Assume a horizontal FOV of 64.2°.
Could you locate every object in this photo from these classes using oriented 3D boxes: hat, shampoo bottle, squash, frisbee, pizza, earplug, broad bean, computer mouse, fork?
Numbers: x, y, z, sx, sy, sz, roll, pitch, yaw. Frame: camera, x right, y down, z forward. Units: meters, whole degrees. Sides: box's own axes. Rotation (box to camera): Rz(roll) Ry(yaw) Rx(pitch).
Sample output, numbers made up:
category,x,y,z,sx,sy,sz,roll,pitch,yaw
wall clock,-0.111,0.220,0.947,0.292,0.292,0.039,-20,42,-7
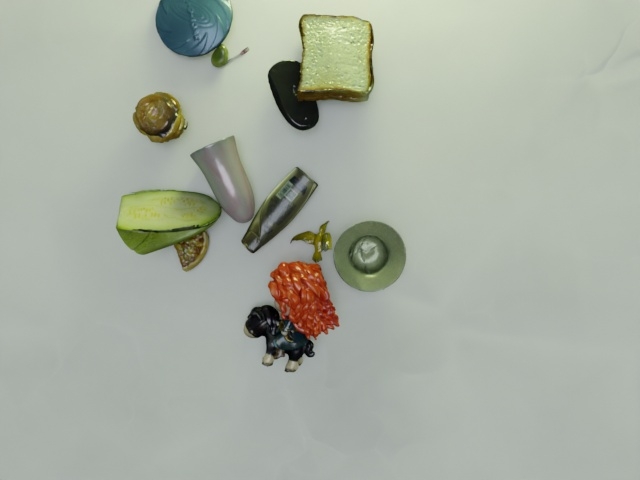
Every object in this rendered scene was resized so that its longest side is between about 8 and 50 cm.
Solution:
category,x,y,z,sx,sy,sz,roll,pitch,yaw
hat,0.174,0.051,1.853,0.256,0.130,0.258,0,94,1
shampoo bottle,-0.159,-0.105,1.873,0.125,0.084,0.350,40,95,1
squash,-0.523,-0.092,1.813,0.308,0.234,0.210,-23,131,8
frisbee,-0.457,-0.803,1.823,0.289,0.049,0.290,0,87,6
pizza,-0.494,0.032,1.911,0.134,0.046,0.175,21,95,0
earplug,-0.326,-0.204,1.843,0.172,0.172,0.302,-24,101,3
broad bean,-0.364,-0.669,1.854,0.063,0.045,0.083,29,100,10
computer mouse,-0.094,-0.513,1.836,0.137,0.086,0.270,-21,86,-13
fork,-0.309,-0.673,1.870,0.115,0.012,0.016,-31,89,8

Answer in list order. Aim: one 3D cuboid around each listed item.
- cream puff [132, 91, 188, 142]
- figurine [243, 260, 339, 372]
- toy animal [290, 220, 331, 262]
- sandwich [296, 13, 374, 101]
category,x,y,z,sx,sy,sz,roll,pitch,yaw
cream puff,-0.569,-0.437,1.835,0.188,0.129,0.189,0,88,8
figurine,-0.109,0.277,1.853,0.306,0.241,0.412,46,114,20
toy animal,0.000,0.000,1.884,0.219,0.155,0.095,2,127,41
sandwich,0.054,-0.636,1.788,0.270,0.099,0.302,3,79,-9
